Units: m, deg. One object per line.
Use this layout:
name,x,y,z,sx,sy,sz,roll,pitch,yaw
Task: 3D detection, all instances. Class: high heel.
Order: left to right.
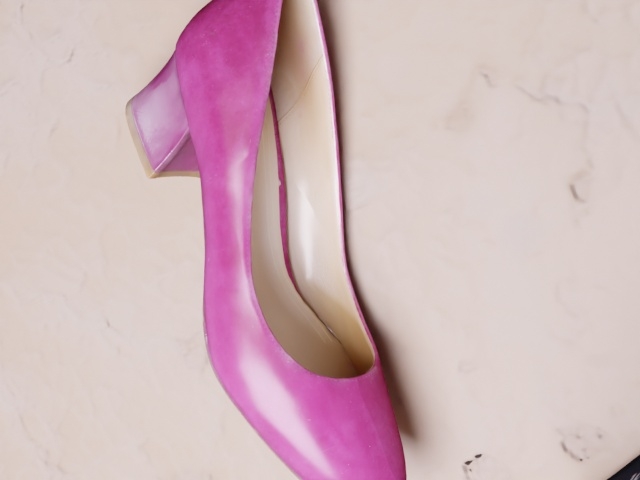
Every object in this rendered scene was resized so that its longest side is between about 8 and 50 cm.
high heel,0.000,0.000,0.447,0.117,0.082,0.244,-36,71,35

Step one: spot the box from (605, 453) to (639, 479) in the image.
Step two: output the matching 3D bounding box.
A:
box,0.255,0.104,0.130,0.297,0.472,0.480,47,114,9
